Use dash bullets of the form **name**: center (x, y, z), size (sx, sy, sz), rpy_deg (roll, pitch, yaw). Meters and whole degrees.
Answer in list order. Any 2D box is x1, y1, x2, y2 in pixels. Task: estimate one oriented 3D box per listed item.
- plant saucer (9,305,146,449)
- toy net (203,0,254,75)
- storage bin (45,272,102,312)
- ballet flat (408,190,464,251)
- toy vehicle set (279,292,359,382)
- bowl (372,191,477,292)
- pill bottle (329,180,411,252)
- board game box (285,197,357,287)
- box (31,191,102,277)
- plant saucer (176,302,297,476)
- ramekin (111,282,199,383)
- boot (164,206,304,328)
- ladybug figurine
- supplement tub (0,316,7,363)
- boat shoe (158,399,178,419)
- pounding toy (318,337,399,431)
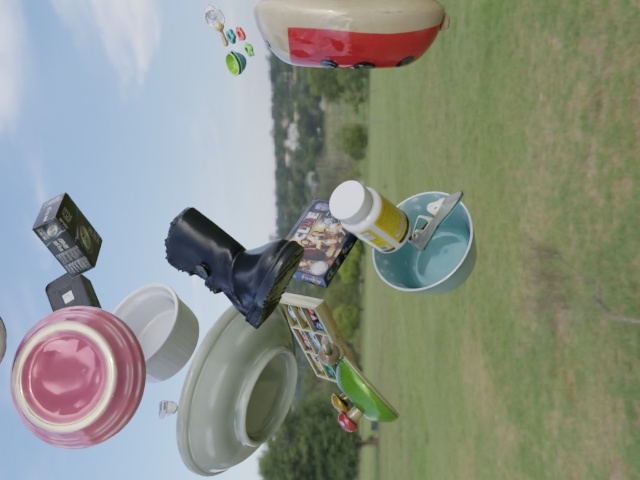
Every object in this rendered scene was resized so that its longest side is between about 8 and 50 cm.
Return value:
- **plant saucer**: center (-0.574, 0.315, 1.711), size (0.084, 0.332, 0.332), rpy_deg (45, -136, -77)
- **toy net**: center (-0.268, -0.578, 2.060), size (0.232, 0.045, 0.122), rpy_deg (57, 154, 9)
- **storage bin**: center (-0.778, 0.197, 2.339), size (0.180, 0.122, 0.084), rpy_deg (58, 178, 28)
- **ballet flat**: center (0.298, -0.060, 1.956), size (0.213, 0.068, 0.072), rpy_deg (-59, -2, 34)
- **toy vehicle set**: center (0.000, 0.261, 1.934), size (0.166, 0.035, 0.267), rpy_deg (4, 127, 51)
- **bowl**: center (0.321, 0.032, 2.117), size (0.163, 0.311, 0.312), rpy_deg (38, -136, -47)
- **pill bottle**: center (0.120, -0.058, 1.787), size (0.208, 0.119, 0.119), rpy_deg (33, -131, -47)
- **board game box**: center (0.000, 0.000, 1.870), size (0.243, 0.165, 0.042), rpy_deg (-57, -35, -32)
- **box**: center (-0.682, -0.016, 2.002), size (0.180, 0.077, 0.147), rpy_deg (60, -171, -29)
- **plant saucer**: center (-0.142, 0.314, 1.555), size (0.400, 0.100, 0.401), rpy_deg (-40, -43, -51)
- **ramekin**: center (-0.480, 0.272, 2.114), size (0.135, 0.277, 0.277), rpy_deg (49, -148, -43)
- **boot**: center (-0.145, 0.022, 1.141), size (0.094, 0.207, 0.246), rpy_deg (-50, -6, -29)
- **ladybug figurine**: center (0.068, -0.482, 1.694), size (0.305, 0.449, 0.162), rpy_deg (-60, -28, -67)
- **supplement tub**: center (-0.905, 0.227, 1.732), size (0.207, 0.338, 0.207), rpy_deg (0, -89, -49)
- **boat shoe**: center (-0.299, 0.332, 1.455), size (0.100, 0.035, 0.035), rpy_deg (128, 144, -62)
- **pounding toy**: center (0.057, 0.339, 1.645), size (0.237, 0.110, 0.183), rpy_deg (46, 176, 11)
